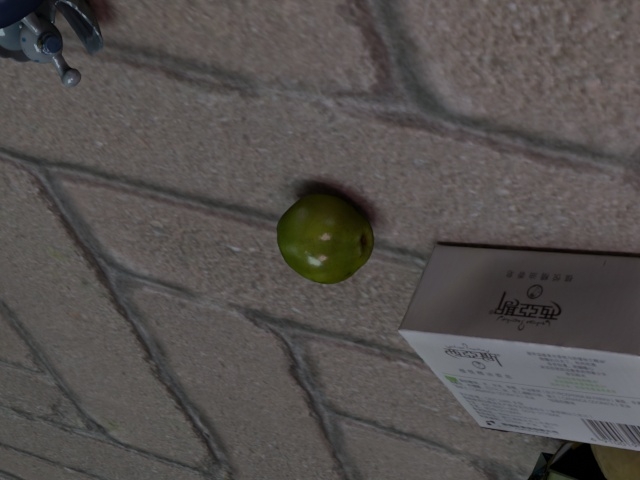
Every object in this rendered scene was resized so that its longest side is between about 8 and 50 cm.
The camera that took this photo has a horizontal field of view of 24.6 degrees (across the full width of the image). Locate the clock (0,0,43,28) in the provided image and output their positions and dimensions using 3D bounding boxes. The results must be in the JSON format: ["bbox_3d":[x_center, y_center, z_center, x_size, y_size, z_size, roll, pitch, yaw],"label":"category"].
[{"bbox_3d":[-0.265,-0.231,1.086,0.146,0.200,0.243,12,180,-18],"label":"clock"}]

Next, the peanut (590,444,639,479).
[{"bbox_3d":[0.435,0.253,1.454,0.340,0.158,0.174,35,180,-9],"label":"peanut"}]

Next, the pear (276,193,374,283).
[{"bbox_3d":[0.000,0.000,1.424,0.097,0.092,0.092,2,147,39],"label":"pear"}]

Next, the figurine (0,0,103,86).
[{"bbox_3d":[-0.239,-0.184,1.278,0.086,0.082,0.094,33,165,37],"label":"figurine"}]

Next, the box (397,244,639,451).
[{"bbox_3d":[0.235,0.105,1.385,0.260,0.111,0.194,6,149,39],"label":"box"}]

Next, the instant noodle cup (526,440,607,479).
[{"bbox_3d":[0.319,0.322,1.628,0.240,0.240,0.178,25,164,-2],"label":"instant noodle cup"}]
